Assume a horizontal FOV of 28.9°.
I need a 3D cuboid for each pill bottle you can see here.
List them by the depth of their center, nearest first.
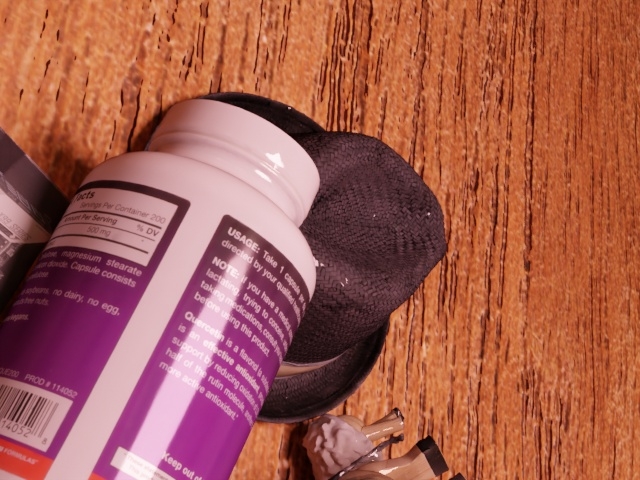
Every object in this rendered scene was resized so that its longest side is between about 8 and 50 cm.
[{"bbox_3d":[-0.118,0.069,0.841,0.181,0.181,0.323,42,61,-33],"label":"pill bottle"}]

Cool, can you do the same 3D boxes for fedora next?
[{"bbox_3d":[0.000,0.000,1.072,0.334,0.152,0.334,19,64,-45],"label":"fedora"}]

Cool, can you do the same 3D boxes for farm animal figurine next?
[{"bbox_3d":[0.078,0.312,0.978,0.172,0.330,0.327,-28,97,-8],"label":"farm animal figurine"}]

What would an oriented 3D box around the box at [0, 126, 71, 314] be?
[{"bbox_3d":[-0.317,0.008,0.750,0.242,0.076,0.307,50,44,-28],"label":"box"}]
